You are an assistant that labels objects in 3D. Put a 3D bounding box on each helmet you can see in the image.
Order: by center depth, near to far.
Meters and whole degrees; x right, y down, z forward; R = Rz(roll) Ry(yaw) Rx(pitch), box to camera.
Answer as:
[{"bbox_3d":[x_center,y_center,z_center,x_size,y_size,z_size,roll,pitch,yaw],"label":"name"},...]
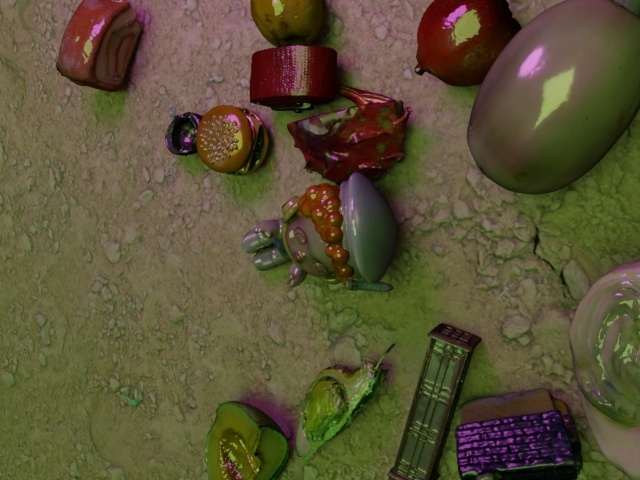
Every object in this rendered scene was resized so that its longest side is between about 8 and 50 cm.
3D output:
[{"bbox_3d":[-0.299,-0.247,1.342,0.123,0.070,0.098,-13,81,41],"label":"helmet"}]

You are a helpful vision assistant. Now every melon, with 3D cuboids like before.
[{"bbox_3d":[0.362,-0.215,0.893,0.223,0.223,0.317,41,122,19],"label":"melon"},{"bbox_3d":[-0.171,0.471,1.330,0.169,0.129,0.265,44,119,42],"label":"melon"}]

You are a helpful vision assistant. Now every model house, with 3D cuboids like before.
[{"bbox_3d":[0.340,0.368,0.966,0.194,0.211,0.170,-13,89,18],"label":"model house"}]

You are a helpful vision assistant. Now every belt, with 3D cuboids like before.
[{"bbox_3d":[-0.058,-0.320,1.161,0.201,0.128,0.124,8,98,39],"label":"belt"}]

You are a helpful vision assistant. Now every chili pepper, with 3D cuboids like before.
[{"bbox_3d":[0.089,-0.280,1.149,0.178,0.027,0.045,27,104,23],"label":"chili pepper"}]

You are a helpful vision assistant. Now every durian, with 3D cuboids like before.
[{"bbox_3d":[0.024,0.342,1.209,0.107,0.132,0.375,34,117,-4],"label":"durian"}]

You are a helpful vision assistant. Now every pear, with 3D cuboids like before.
[{"bbox_3d":[-0.067,-0.462,1.146,0.149,0.149,0.162,-26,76,28],"label":"pear"}]

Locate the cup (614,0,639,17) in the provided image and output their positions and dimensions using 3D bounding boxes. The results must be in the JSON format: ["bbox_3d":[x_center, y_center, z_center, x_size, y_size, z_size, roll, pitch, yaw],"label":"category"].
[{"bbox_3d":[0.482,-0.370,0.919,0.055,0.075,0.083,20,104,-12],"label":"cup"}]

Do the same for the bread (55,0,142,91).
[{"bbox_3d":[-0.529,-0.480,1.383,0.123,0.190,0.244,23,103,11],"label":"bread"}]

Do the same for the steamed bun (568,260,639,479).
[{"bbox_3d":[0.529,0.194,0.838,0.352,0.247,0.339,0,84,-7],"label":"steamed bun"}]

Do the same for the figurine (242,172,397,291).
[{"bbox_3d":[-0.015,-0.027,1.152,0.382,0.205,0.224,5,123,41],"label":"figurine"}]

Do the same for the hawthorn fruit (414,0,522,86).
[{"bbox_3d":[0.243,-0.341,0.987,0.188,0.169,0.169,-37,78,26],"label":"hawthorn fruit"}]

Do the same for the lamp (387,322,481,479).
[{"bbox_3d":[0.219,0.328,1.111,0.090,0.089,0.325,20,105,25],"label":"lamp"}]

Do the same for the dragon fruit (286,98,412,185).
[{"bbox_3d":[0.046,-0.174,1.117,0.274,0.126,0.161,-4,105,38],"label":"dragon fruit"}]

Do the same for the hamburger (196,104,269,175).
[{"bbox_3d":[-0.193,-0.219,1.260,0.162,0.115,0.161,3,97,27],"label":"hamburger"}]
